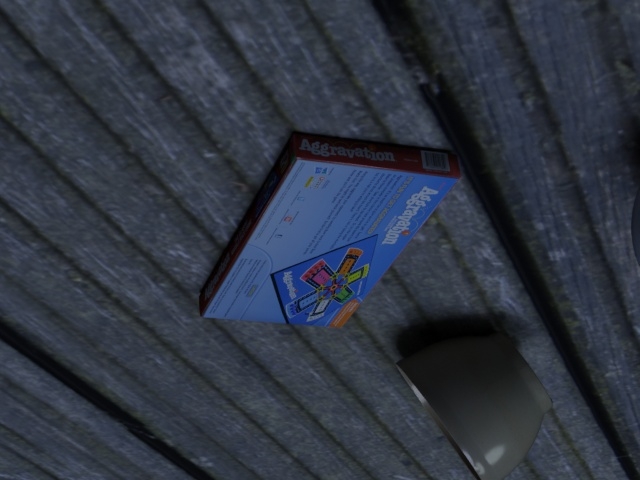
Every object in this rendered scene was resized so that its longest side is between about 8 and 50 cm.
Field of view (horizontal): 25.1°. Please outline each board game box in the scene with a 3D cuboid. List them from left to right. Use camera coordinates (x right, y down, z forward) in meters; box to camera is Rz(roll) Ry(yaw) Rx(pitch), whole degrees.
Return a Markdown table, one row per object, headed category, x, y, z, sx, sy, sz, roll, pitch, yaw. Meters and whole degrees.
| category | x | y | z | sx | sy | sz | roll | pitch | yaw |
| --- | --- | --- | --- | --- | --- | --- | --- | --- | --- |
| board game box | 0.000 | 0.000 | 1.262 | 0.145 | 0.027 | 0.281 | 7 | 149 | -19 |

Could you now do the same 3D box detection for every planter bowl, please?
| category | x | y | z | sx | sy | sz | roll | pitch | yaw |
| --- | --- | --- | --- | --- | --- | --- | --- | --- | --- |
| planter bowl | 0.167 | 0.161 | 1.474 | 0.109 | 0.162 | 0.162 | -36 | 149 | -3 |

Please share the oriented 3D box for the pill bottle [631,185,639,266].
| category | x | y | z | sx | sy | sz | roll | pitch | yaw |
| --- | --- | --- | --- | --- | --- | --- | --- | --- | --- |
| pill bottle | 0.402 | 0.029 | 1.232 | 0.181 | 0.181 | 0.323 | -21 | 148 | 25 |
